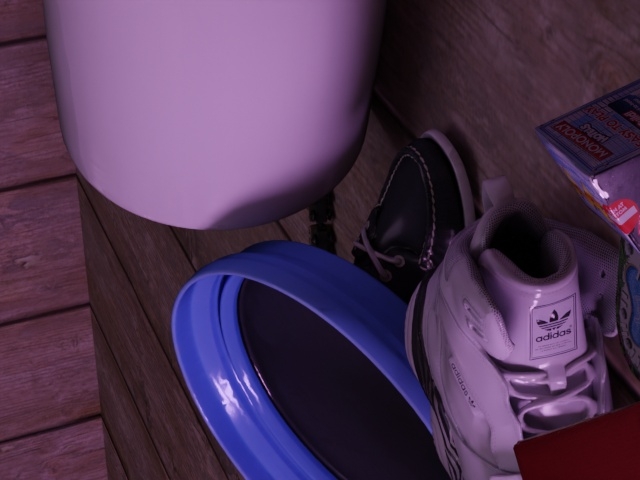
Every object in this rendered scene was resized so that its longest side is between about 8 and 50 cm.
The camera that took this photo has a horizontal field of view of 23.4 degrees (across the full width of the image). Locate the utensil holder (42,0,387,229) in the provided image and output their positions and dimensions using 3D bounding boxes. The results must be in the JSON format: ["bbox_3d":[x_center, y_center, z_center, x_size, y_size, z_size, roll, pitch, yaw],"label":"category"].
[{"bbox_3d":[-0.089,-0.246,1.368,0.385,0.327,0.328,94,155,-50],"label":"utensil holder"}]

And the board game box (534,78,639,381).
[{"bbox_3d":[0.208,-0.022,0.815,0.060,0.194,0.194,-129,32,-53],"label":"board game box"}]

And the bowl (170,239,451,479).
[{"bbox_3d":[0.021,0.169,1.464,0.391,0.077,0.391,34,146,27],"label":"bowl"}]

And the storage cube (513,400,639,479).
[{"bbox_3d":[0.245,0.173,0.857,0.215,0.183,0.193,133,124,-69],"label":"storage cube"}]

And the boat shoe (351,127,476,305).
[{"bbox_3d":[0.073,0.030,1.420,0.114,0.091,0.303,-124,26,-43],"label":"boat shoe"}]

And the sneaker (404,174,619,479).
[{"bbox_3d":[0.165,0.132,1.137,0.210,0.137,0.366,100,155,-56],"label":"sneaker"}]

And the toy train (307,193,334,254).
[{"bbox_3d":[0.000,0.000,1.731,0.036,0.027,0.158,-112,16,-58],"label":"toy train"}]
